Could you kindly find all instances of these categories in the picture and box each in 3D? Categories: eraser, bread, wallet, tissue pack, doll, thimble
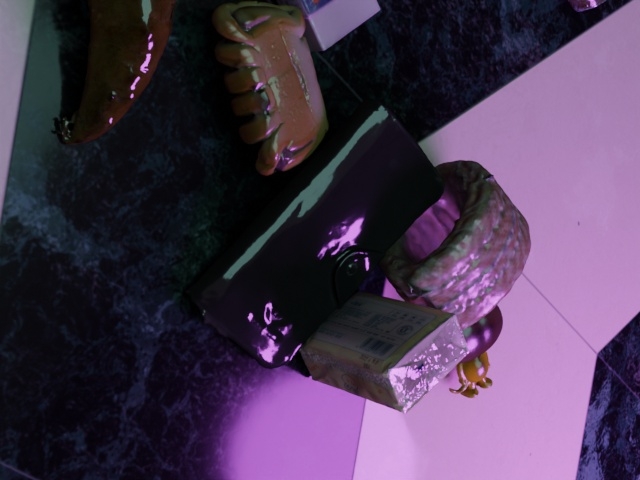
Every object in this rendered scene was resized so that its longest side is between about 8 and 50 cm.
[{"bbox_3d":[-0.013,-0.371,1.149,0.124,0.068,0.210,-42,120,-27],"label":"eraser"},{"bbox_3d":[-0.066,-0.203,1.123,0.134,0.081,0.225,-30,112,-37],"label":"bread"},{"bbox_3d":[0.000,0.000,1.183,0.377,0.051,0.197,-46,123,-7],"label":"wallet"},{"bbox_3d":[0.084,0.151,1.217,0.148,0.196,0.092,-36,119,-30],"label":"tissue pack"},{"bbox_3d":[0.228,0.168,1.404,0.145,0.096,0.188,-3,109,-32],"label":"doll"},{"bbox_3d":[0.191,0.002,1.280,0.148,0.196,0.229,46,71,-29],"label":"thimble"}]

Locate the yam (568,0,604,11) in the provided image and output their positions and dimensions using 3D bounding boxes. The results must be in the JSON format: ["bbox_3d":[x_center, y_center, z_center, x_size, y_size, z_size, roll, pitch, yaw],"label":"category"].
[{"bbox_3d":[0.430,-0.466,1.476,0.179,0.078,0.078,45,69,-37],"label":"yam"}]

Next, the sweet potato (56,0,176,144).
[{"bbox_3d":[-0.219,-0.312,0.967,0.130,0.130,0.422,-4,107,-38],"label":"sweet potato"}]
